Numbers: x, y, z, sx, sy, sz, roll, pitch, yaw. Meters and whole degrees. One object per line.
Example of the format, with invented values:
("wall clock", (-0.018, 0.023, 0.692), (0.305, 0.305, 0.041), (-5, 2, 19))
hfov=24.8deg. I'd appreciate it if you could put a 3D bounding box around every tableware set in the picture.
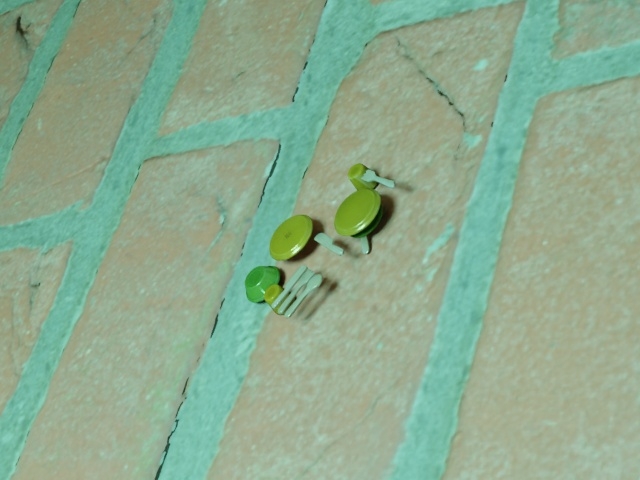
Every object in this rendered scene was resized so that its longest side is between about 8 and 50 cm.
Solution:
("tableware set", (0.000, 0.000, 1.242), (0.154, 0.024, 0.104), (-52, 35, -6))

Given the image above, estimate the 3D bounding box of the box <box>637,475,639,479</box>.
("box", (0.278, 0.070, 0.812), (0.293, 0.057, 0.201), (-60, 6, -16))
